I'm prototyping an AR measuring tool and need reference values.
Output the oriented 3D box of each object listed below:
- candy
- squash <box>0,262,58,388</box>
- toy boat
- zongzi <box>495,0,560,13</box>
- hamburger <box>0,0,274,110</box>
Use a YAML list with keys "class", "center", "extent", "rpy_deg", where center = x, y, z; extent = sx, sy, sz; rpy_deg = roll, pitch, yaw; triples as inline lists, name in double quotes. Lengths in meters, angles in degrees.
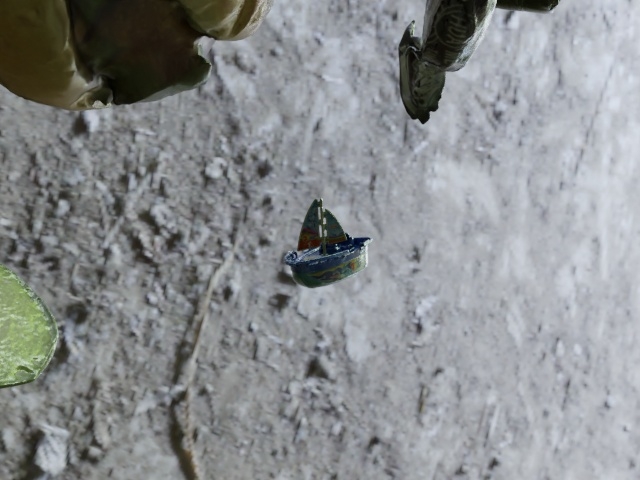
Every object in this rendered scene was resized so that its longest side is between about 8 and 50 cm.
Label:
- class: "candy"
  center: [0.097, -0.163, 0.683]
  extent: [0.051, 0.226, 0.094]
  rpy_deg: [13, 59, -10]
- class: "squash"
  center: [-0.396, 0.051, 0.941]
  extent: [0.189, 0.260, 0.189]
  rpy_deg: [-6, 90, -73]
- class: "toy boat"
  center: [0.000, 0.000, 1.289]
  extent: [0.175, 0.091, 0.110]
  rpy_deg: [-26, 112, -61]
- class: "zongzi"
  center: [0.172, -0.298, 1.017]
  extent: [0.062, 0.154, 0.131]
  rpy_deg: [-20, 118, -72]
- class: "hamburger"
  center: [-0.118, -0.163, 0.515]
  extent: [0.209, 0.162, 0.330]
  rpy_deg: [57, 10, -3]
